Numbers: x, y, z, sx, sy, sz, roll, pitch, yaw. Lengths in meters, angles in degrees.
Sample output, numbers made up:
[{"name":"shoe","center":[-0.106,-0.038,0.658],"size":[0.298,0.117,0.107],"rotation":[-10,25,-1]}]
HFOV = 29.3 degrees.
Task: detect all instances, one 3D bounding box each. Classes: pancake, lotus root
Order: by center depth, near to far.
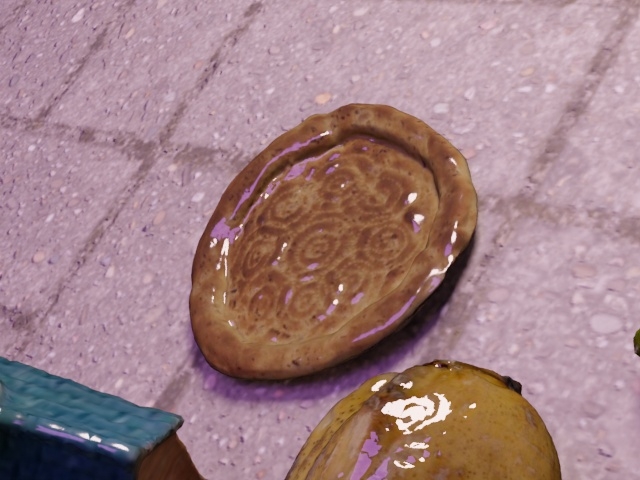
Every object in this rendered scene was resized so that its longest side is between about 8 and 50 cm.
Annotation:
[{"name":"lotus root","center":[0.029,0.188,0.635],"size":[0.154,0.154,0.278],"rotation":[10,60,42]},{"name":"pancake","center":[0.000,0.000,0.906],"size":[0.250,0.031,0.250],"rotation":[-20,46,22]}]

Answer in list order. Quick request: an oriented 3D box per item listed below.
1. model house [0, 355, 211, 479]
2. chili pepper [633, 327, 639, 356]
[{"name":"model house","center":[-0.198,0.145,0.643],"size":[0.267,0.325,0.194],"rotation":[16,60,12]},{"name":"chili pepper","center":[0.247,-0.013,0.703],"size":[0.072,0.073,0.204],"rotation":[23,80,27]}]
